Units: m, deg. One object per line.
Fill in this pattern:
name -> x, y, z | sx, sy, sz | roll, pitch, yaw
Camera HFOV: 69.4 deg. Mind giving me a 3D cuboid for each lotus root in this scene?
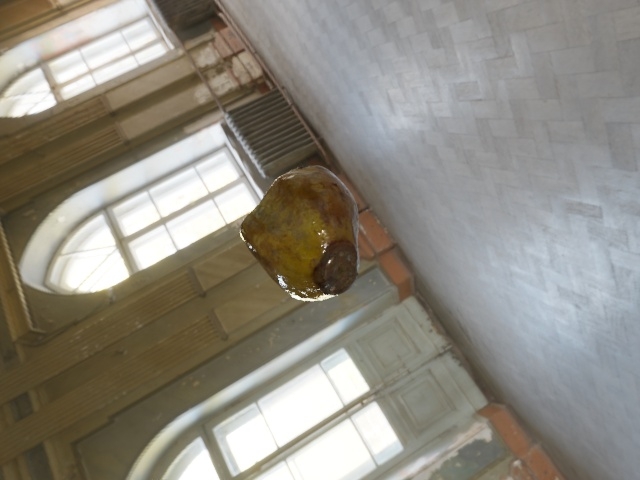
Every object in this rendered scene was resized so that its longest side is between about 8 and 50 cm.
lotus root -> 0.001, 0.001, 0.735 | 0.188, 0.199, 0.180 | 41, 179, -36
